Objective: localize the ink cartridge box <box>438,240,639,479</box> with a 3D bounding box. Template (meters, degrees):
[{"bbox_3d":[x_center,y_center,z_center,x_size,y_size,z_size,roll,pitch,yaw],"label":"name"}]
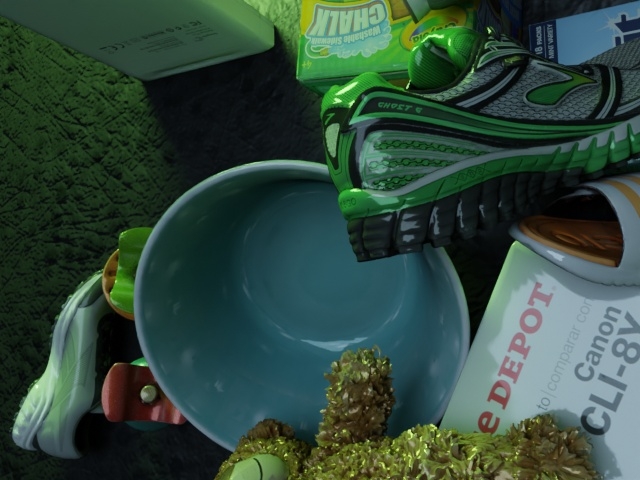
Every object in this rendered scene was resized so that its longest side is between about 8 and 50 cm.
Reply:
[{"bbox_3d":[0.292,0.196,0.542,0.384,0.160,0.279,24,95,30],"label":"ink cartridge box"}]

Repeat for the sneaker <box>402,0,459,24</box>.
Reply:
[{"bbox_3d":[0.089,-0.280,0.575,0.086,0.064,0.192,-19,75,19],"label":"sneaker"}]

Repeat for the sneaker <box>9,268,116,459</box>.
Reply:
[{"bbox_3d":[-0.314,0.164,0.935,0.107,0.100,0.272,21,91,5],"label":"sneaker"}]

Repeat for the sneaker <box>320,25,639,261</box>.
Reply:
[{"bbox_3d":[0.156,-0.107,0.531,0.134,0.343,0.146,-9,102,62],"label":"sneaker"}]

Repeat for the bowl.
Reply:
[{"bbox_3d":[-0.008,0.053,0.690,0.311,0.163,0.312,4,112,11],"label":"bowl"}]

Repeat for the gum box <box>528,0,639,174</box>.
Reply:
[{"bbox_3d":[0.297,-0.145,0.653,0.184,0.041,0.157,-5,81,30],"label":"gum box"}]

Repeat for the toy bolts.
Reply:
[{"bbox_3d":[-0.173,0.122,0.858,0.218,0.158,0.229,11,76,-10],"label":"toy bolts"}]

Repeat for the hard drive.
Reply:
[{"bbox_3d":[-0.246,-0.279,0.795,0.232,0.353,0.047,-5,81,29],"label":"hard drive"}]

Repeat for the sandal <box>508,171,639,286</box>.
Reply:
[{"bbox_3d":[0.263,-0.018,0.543,0.102,0.265,0.076,46,129,56],"label":"sandal"}]

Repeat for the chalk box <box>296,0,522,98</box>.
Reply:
[{"bbox_3d":[0.096,-0.215,0.696,0.180,0.179,0.289,0,83,29],"label":"chalk box"}]

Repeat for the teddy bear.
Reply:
[{"bbox_3d":[0.043,0.212,0.528,0.337,0.113,0.245,15,89,33],"label":"teddy bear"}]
